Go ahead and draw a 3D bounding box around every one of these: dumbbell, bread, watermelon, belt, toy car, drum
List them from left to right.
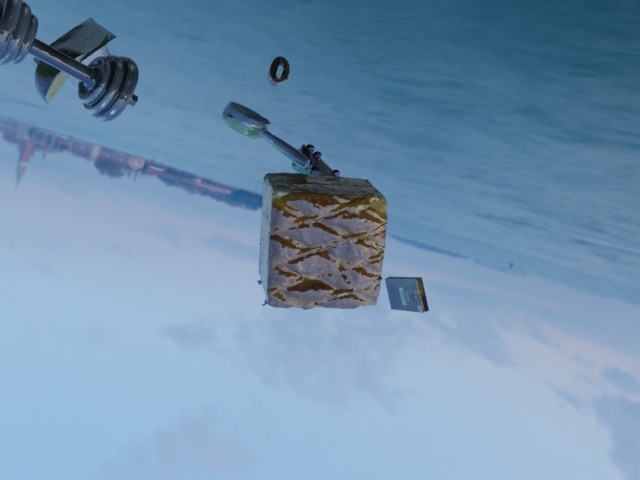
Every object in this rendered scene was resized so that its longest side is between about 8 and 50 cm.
[{"bbox_3d":[-0.742,-0.472,1.605,0.075,0.181,0.092,38,178,32],"label":"watermelon"},{"bbox_3d":[-0.604,-0.416,1.312,0.179,0.179,0.406,19,176,43],"label":"dumbbell"},{"bbox_3d":[-0.142,-0.257,1.361,0.253,0.049,0.130,42,-159,31],"label":"drum"},{"bbox_3d":[-0.119,-0.488,1.634,0.059,0.083,0.036,19,165,-14],"label":"belt"},{"bbox_3d":[-0.009,-0.185,1.526,0.062,0.071,0.165,-22,137,31],"label":"toy car"},{"bbox_3d":[0.000,0.000,1.308,0.279,0.279,0.207,5,-162,-11],"label":"bread"}]

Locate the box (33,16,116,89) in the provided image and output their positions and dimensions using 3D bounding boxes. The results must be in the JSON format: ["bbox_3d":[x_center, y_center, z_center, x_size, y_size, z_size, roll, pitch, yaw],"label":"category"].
[{"bbox_3d":[-0.845,-0.642,1.995,0.337,0.264,0.106,42,168,43],"label":"box"}]

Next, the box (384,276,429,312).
[{"bbox_3d":[0.223,0.140,1.481,0.023,0.090,0.133,-19,-173,-31],"label":"box"}]
